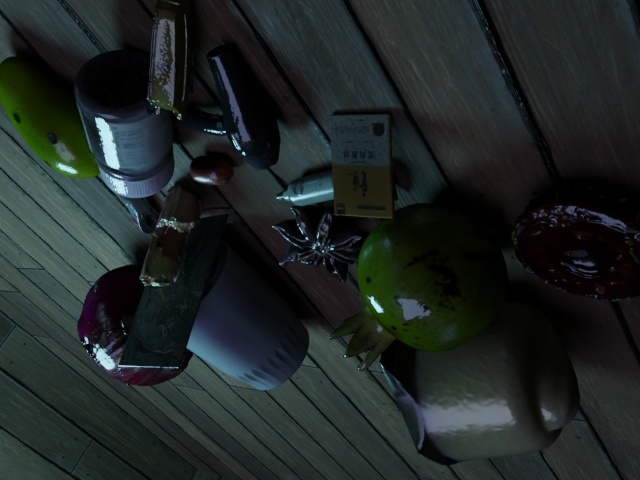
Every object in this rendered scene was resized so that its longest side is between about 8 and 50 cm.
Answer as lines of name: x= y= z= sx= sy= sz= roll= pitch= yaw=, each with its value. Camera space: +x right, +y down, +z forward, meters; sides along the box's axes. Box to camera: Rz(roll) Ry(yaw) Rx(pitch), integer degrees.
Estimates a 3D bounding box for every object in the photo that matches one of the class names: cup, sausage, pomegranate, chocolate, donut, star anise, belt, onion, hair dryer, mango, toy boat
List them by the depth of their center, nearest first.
donut: x=0.418 y=0.002 z=1.206 sx=0.235 sy=0.089 sz=0.235 roll=21 pitch=149 yaw=13
toy boat: x=-0.243 y=-0.309 z=1.280 sx=0.068 sy=0.088 sz=0.225 roll=18 pitch=126 yaw=11
pomegranate: x=0.164 y=0.085 z=1.331 sx=0.260 sy=0.340 sz=0.260 roll=44 pitch=-175 yaw=-5
hair dryer: x=-0.204 y=-0.239 z=1.388 sx=0.272 sy=0.091 sz=0.235 roll=9 pitch=136 yaw=38
chocolate: x=0.330 y=0.244 z=1.472 sx=0.297 sy=0.314 sz=0.326 roll=-25 pitch=90 yaw=33
star anise: x=-0.001 y=0.000 z=1.565 sx=0.231 sy=0.089 sz=0.209 roll=3 pitch=134 yaw=30
sausage: x=-0.221 y=-0.140 z=1.567 sx=0.094 sy=0.059 sz=0.054 roll=6 pitch=149 yaw=31
mango: x=-0.560 y=-0.252 z=1.614 sx=0.293 sy=0.143 sz=0.175 roll=48 pitch=145 yaw=-14
donut: x=-0.330 y=-0.014 z=1.727 sx=0.085 sy=0.199 sz=0.232 roll=19 pitch=116 yaw=-14
belt: x=-0.439 y=-0.100 z=1.805 sx=0.053 sy=0.071 sz=0.232 roll=29 pitch=153 yaw=33
cup: x=-0.216 y=0.188 z=1.878 sx=0.253 sy=0.253 sz=0.371 roll=-6 pitch=137 yaw=46
onion: x=-0.445 y=0.198 z=2.093 sx=0.385 sy=0.347 sz=0.348 roll=-36 pitch=118 yaw=16

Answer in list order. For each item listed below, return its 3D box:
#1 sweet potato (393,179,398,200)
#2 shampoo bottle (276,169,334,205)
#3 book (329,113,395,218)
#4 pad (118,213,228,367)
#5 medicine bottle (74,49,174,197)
sweet potato: x=0.114 y=-0.100 z=1.365 sx=0.034 sy=0.034 sz=0.095 roll=1 pitch=138 yaw=40
shampoo bottle: x=-0.022 y=-0.095 z=1.469 sx=0.195 sy=0.056 sz=0.056 roll=-11 pitch=132 yaw=47
book: x=0.069 y=-0.124 z=1.287 sx=0.118 sy=0.012 sz=0.172 roll=5 pitch=105 yaw=36
pad: x=-0.337 y=0.113 z=1.760 sx=0.248 sy=0.367 sz=0.007 roll=-7 pitch=150 yaw=44
medicine bottle: x=-0.363 y=-0.215 z=1.471 sx=0.165 sy=0.165 sz=0.273 roll=25 pitch=151 yaw=8
